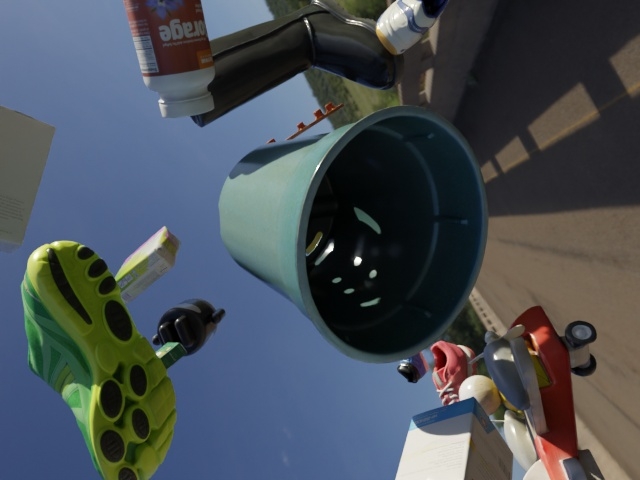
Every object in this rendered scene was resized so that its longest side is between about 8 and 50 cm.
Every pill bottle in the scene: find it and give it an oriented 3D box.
[{"bbox_3d":[-0.243,-0.320,0.860,0.121,0.121,0.216,-91,-6,-65],"label":"pill bottle"}]

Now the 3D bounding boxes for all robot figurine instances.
[{"bbox_3d":[-0.452,0.298,1.788,0.208,0.174,0.278,18,-174,3],"label":"robot figurine"}]

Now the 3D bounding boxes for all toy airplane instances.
[{"bbox_3d":[0.416,0.347,1.047,0.384,0.272,0.387,-8,-86,-65],"label":"toy airplane"}]

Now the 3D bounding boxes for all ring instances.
[{"bbox_3d":[-0.085,-0.283,1.400,0.032,0.336,0.337,57,-168,-12],"label":"ring"}]

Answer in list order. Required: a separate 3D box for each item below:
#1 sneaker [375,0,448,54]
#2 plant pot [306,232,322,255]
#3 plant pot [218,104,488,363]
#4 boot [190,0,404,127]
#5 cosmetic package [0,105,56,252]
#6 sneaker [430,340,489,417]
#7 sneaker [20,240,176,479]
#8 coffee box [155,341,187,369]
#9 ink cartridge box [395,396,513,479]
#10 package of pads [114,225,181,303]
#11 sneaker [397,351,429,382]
[{"bbox_3d":[0.225,-0.510,1.085,0.111,0.130,0.297,38,-122,-25],"label":"sneaker"},{"bbox_3d":[0.000,0.000,1.427,0.095,0.134,0.134,66,-168,5],"label":"plant pot"},{"bbox_3d":[0.021,-0.028,0.818,0.334,0.341,0.341,16,146,55],"label":"plant pot"},{"bbox_3d":[-0.091,-0.379,1.167,0.367,0.444,0.146,47,154,39],"label":"boot"},{"bbox_3d":[-0.557,-0.107,0.902,0.117,0.085,0.231,22,-115,-38],"label":"cosmetic package"},{"bbox_3d":[0.355,0.413,1.407,0.136,0.116,0.314,27,-141,-23],"label":"sneaker"},{"bbox_3d":[-0.265,0.147,0.614,0.109,0.123,0.296,-17,-97,-49],"label":"sneaker"},{"bbox_3d":[-0.456,0.347,1.396,0.041,0.184,0.113,57,147,-11],"label":"coffee box"},{"bbox_3d":[0.145,0.262,0.566,0.092,0.089,0.143,56,-149,-8],"label":"ink cartridge box"},{"bbox_3d":[-0.621,0.081,1.880,0.101,0.229,0.296,49,-175,-19],"label":"package of pads"},{"bbox_3d":[0.245,0.331,1.472,0.084,0.058,0.152,-33,-81,-42],"label":"sneaker"}]
